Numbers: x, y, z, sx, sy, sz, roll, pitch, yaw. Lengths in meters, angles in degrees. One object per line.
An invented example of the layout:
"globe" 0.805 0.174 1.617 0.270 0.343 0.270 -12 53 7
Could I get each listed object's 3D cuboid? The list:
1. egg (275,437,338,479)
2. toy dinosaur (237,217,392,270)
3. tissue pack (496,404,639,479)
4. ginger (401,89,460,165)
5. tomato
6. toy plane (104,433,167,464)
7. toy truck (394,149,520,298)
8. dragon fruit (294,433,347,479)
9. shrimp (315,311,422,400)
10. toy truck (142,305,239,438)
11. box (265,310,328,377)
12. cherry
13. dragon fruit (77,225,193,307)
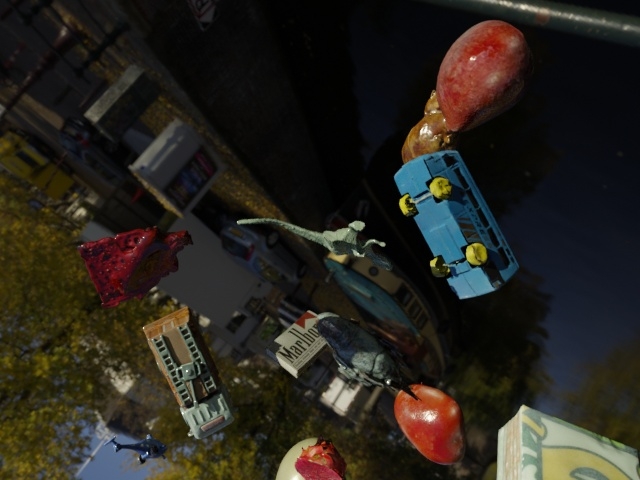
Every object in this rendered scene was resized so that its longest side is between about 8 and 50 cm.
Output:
"egg" -0.033 0.778 1.687 0.219 0.269 0.219 9 132 11
"toy dinosaur" 0.019 -0.018 1.157 0.383 0.076 0.129 24 150 -18
"tissue pack" 0.408 0.459 0.837 0.228 0.310 0.128 21 132 3
"ginger" 0.358 -0.320 1.584 0.153 0.274 0.357 29 -167 7
"tomato" 0.225 0.408 1.136 0.174 0.082 0.166 11 111 45
"toy plane" -0.418 0.476 1.196 0.167 0.054 0.062 34 -158 -52
"toy truck" 0.345 -0.045 1.338 0.384 0.162 0.161 61 146 2
"dragon fruit" 0.018 0.595 1.412 0.153 0.111 0.153 16 138 15
"shrimp" 0.082 0.199 0.853 0.233 0.090 0.079 41 165 -8
"toy truck" -0.315 0.332 1.275 0.305 0.136 0.162 67 164 -9
"box" -0.048 0.273 1.390 0.115 0.177 0.035 30 138 25
"cherry" 0.367 -0.381 1.201 0.206 0.239 0.239 62 162 -5
"dragon fruit" -0.210 0.033 0.613 0.097 0.131 0.063 86 169 -72
